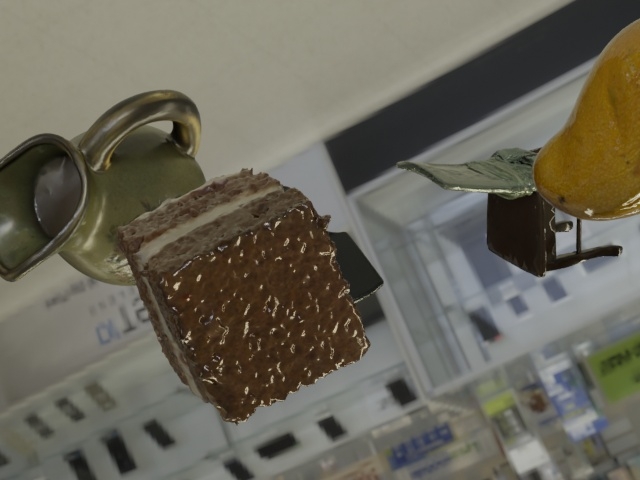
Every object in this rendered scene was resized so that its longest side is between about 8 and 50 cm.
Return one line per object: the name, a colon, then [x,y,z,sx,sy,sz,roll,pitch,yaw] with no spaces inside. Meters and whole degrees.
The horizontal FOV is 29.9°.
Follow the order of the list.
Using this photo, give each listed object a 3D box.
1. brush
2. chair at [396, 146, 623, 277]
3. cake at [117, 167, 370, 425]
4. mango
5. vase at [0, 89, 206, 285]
brush: [0.000,0.000,1.342,0.063,0.193,0.016,-25,144,-14]
chair: [0.283,-0.047,1.787,0.319,0.160,0.186,-11,113,-22]
cake: [-0.060,0.032,0.863,0.134,0.135,0.147,-25,-157,-11]
mango: [0.307,-0.113,1.158,0.109,0.157,0.262,-6,151,-31]
vase: [-0.294,-0.087,1.706,0.329,0.241,0.302,-51,152,23]
